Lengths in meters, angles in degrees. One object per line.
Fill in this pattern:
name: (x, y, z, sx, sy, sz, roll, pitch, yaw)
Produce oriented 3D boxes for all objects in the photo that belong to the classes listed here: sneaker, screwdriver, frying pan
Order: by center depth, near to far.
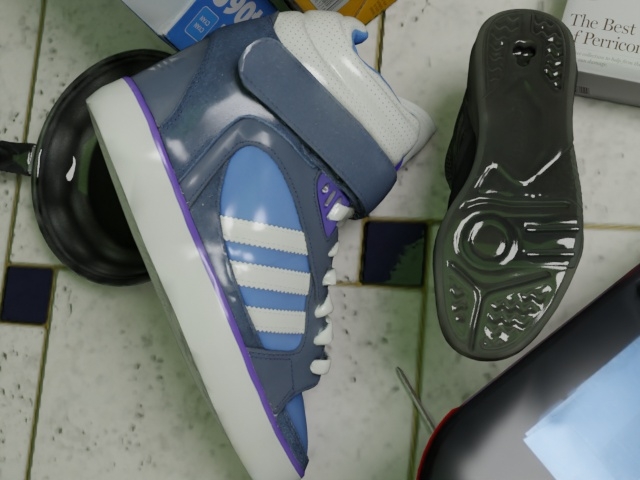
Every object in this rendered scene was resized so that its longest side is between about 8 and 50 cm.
sneaker: (0.122, -0.023, 0.562, 0.087, 0.130, 0.227, 4, 69, 9)
screwdriver: (0.094, 0.164, 0.604, 0.025, 0.024, 0.170, -28, 69, -18)
sneaker: (0.000, 0.000, 0.608, 0.236, 0.130, 0.322, -24, 103, -14)
frying pan: (-0.211, -0.041, 0.726, 0.326, 0.053, 0.197, -17, 76, 21)

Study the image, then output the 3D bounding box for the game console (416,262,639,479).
game console: (0.281, 0.150, 0.460, 0.387, 0.060, 0.342, -35, 70, -12)

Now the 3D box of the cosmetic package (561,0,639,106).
cosmetic package: (0.285, -0.131, 0.572, 0.239, 0.060, 0.098, 16, 85, 20)

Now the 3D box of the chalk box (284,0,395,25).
chalk box: (-0.025, -0.328, 0.646, 0.179, 0.180, 0.289, -37, 73, 9)

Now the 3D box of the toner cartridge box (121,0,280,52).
toner cartridge box: (-0.173, -0.259, 0.691, 0.348, 0.165, 0.075, 44, 97, 20)
